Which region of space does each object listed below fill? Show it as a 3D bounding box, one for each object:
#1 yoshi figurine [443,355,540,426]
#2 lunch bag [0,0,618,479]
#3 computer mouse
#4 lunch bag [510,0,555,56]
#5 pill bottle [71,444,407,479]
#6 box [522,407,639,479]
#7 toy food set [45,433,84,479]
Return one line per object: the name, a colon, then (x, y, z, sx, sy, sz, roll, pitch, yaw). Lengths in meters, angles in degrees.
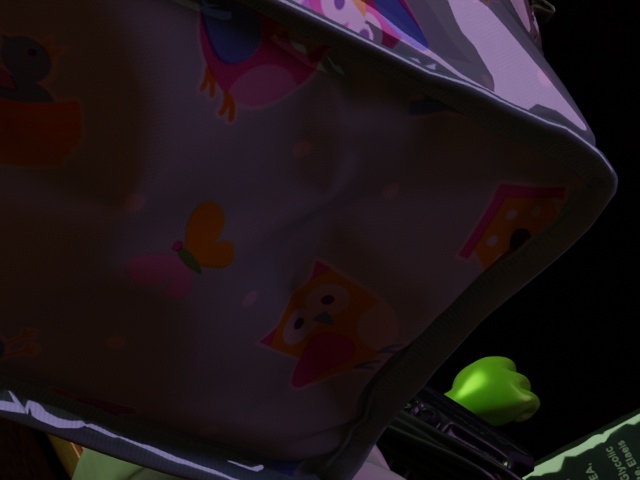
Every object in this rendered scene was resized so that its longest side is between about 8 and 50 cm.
yoshi figurine: (0.040, 0.144, 1.388, 0.362, 0.203, 0.203, 60, -16, 13)
lunch bag: (-0.088, -0.072, 0.494, 0.262, 0.160, 0.223, 18, 32, -38)
computer mouse: (0.012, 0.084, 0.912, 0.184, 0.060, 0.262, 32, 1, 5)
lunch bag: (-0.034, -0.159, 1.070, 0.169, 0.287, 0.235, 35, 38, -86)
pill bottle: (-0.002, 0.136, 0.536, 0.121, 0.121, 0.221, 62, 1, -37)
box: (0.322, 0.349, 1.666, 0.297, 0.471, 0.480, 62, 0, 27)
toy food set: (-0.065, 0.062, 0.760, 0.218, 0.071, 0.128, 62, 1, -21)
